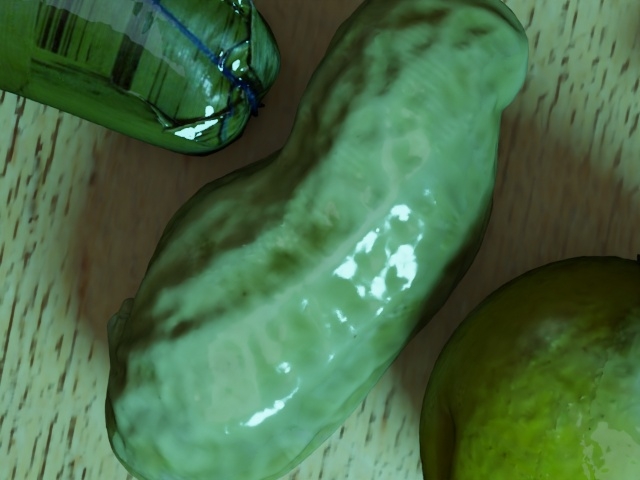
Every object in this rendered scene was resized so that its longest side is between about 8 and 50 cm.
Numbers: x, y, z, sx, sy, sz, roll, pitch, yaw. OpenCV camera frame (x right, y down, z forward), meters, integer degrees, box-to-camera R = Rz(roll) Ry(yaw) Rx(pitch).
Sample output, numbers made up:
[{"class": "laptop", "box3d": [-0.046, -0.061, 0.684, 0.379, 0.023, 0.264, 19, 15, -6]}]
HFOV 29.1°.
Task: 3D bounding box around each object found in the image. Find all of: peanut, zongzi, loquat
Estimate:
[{"class": "peanut", "box3d": [0.000, 0.000, 0.677, 0.153, 0.140, 0.325, 33, 90, 20]}, {"class": "zongzi", "box3d": [-0.119, -0.214, 0.698, 0.260, 0.123, 0.289, 19, 87, 0]}, {"class": "loquat", "box3d": [0.155, 0.103, 0.629, 0.213, 0.213, 0.213, 0, 90, 4]}]
